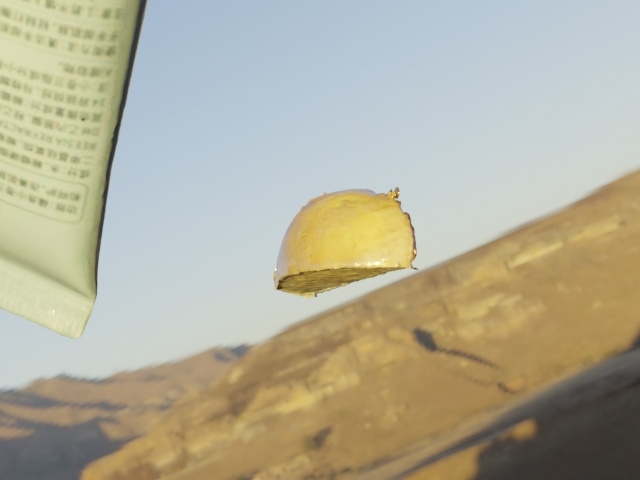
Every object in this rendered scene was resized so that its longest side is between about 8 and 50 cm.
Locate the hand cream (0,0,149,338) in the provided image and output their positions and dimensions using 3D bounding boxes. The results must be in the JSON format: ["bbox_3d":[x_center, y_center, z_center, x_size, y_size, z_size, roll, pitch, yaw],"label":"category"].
[{"bbox_3d":[-0.080,-0.091,0.365,0.058,0.091,0.271,-66,-3,-57],"label":"hand cream"}]

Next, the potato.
[{"bbox_3d":[0.000,-0.001,0.494,0.036,0.037,0.093,1,-9,-23],"label":"potato"}]
